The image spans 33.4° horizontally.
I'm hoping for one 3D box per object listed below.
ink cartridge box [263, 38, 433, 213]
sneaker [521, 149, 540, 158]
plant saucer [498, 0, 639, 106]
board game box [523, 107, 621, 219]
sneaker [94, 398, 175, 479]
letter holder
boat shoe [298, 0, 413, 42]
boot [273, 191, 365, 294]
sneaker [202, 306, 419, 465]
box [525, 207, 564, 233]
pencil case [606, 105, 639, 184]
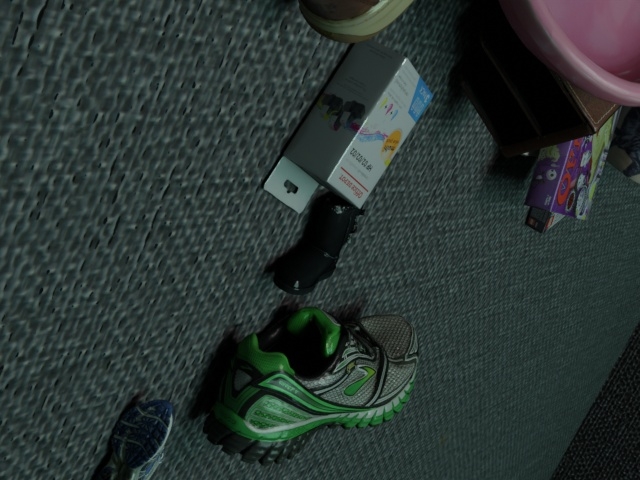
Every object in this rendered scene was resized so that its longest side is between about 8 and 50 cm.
[{"bbox_3d":[0.030,-0.102,1.079,0.181,0.061,0.104,-57,154,0],"label":"ink cartridge box"},{"bbox_3d":[0.314,-0.160,1.521,0.161,0.057,0.075,-3,127,-57],"label":"sneaker"},{"bbox_3d":[0.294,-0.298,1.126,0.332,0.332,0.084,-41,-167,-31],"label":"plant saucer"},{"bbox_3d":[0.391,-0.204,1.540,0.208,0.056,0.346,6,102,-58],"label":"board game box"},{"bbox_3d":[-0.184,0.212,1.083,0.135,0.052,0.058,-57,166,17],"label":"sneaker"},{"bbox_3d":[0.297,-0.280,1.265,0.302,0.214,0.152,-43,-164,-28],"label":"letter holder"},{"bbox_3d":[0.092,-0.324,0.877,0.342,0.123,0.123,-49,155,-3],"label":"boat shoe"},{"bbox_3d":[0.000,0.000,1.163,0.121,0.045,0.099,-25,143,-59],"label":"boot"},{"bbox_3d":[0.018,0.145,1.255,0.343,0.134,0.146,-17,133,-53],"label":"sneaker"},{"bbox_3d":[0.405,-0.119,1.754,0.114,0.036,0.207,-34,146,-40],"label":"box"},{"bbox_3d":[0.632,-0.275,1.838,0.183,0.160,0.410,-3,122,-43],"label":"pencil case"}]
